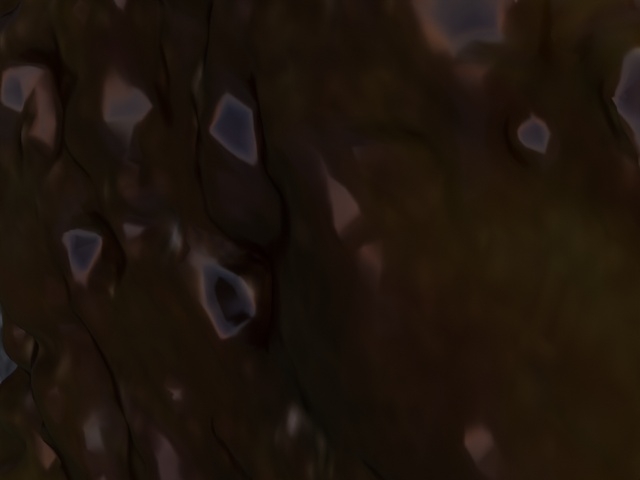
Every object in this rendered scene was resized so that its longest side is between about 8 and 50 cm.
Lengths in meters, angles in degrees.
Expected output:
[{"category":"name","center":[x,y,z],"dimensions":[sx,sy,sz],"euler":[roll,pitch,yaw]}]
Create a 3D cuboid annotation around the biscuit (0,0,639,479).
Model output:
[{"category":"biscuit","center":[0.043,0.033,0.571],"dimensions":[0.166,0.395,0.342],"euler":[-16,128,-36]}]
